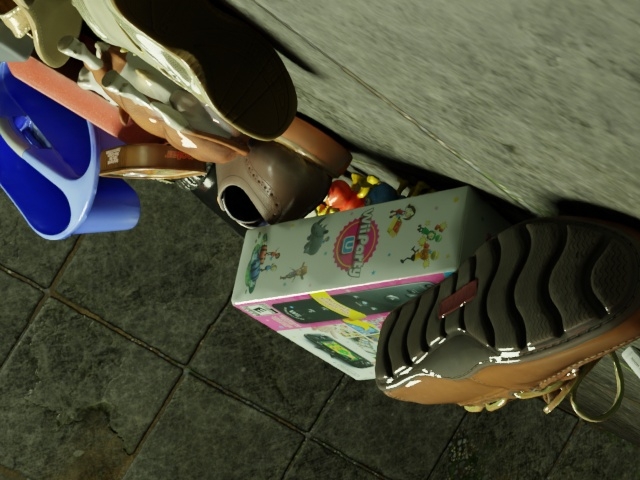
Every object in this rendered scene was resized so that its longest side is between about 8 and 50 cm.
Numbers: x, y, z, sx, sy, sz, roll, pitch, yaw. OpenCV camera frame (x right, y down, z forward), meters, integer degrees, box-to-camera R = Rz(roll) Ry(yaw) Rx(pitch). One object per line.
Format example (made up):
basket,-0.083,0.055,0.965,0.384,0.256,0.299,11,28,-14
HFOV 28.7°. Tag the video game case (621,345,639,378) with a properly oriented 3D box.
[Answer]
video game case,0.478,0.233,1.598,0.190,0.022,0.173,39,-167,-37

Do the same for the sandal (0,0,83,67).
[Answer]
sandal,-0.331,-0.277,1.399,0.079,0.088,0.240,28,168,6

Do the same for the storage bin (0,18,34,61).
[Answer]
storage bin,-0.368,-0.270,1.497,0.091,0.135,0.098,15,166,42

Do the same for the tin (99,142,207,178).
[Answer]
tin,-0.208,-0.097,1.551,0.106,0.040,0.189,6,177,-28

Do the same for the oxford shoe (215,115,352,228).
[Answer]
oxford shoe,-0.095,-0.095,1.518,0.130,0.133,0.363,32,177,-23

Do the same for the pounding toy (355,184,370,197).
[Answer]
pounding toy,0.069,0.019,1.646,0.130,0.141,0.100,30,176,20

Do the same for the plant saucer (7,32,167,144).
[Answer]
plant saucer,-0.283,-0.200,1.704,0.258,0.048,0.259,31,-164,7

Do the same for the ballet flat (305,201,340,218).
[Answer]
ballet flat,0.000,0.000,1.586,0.096,0.095,0.280,5,-139,-43

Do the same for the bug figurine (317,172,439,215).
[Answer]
bug figurine,0.106,-0.013,1.459,0.216,0.072,0.279,32,176,-13

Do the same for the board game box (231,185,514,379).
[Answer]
board game box,0.091,0.055,1.335,0.303,0.098,0.224,-12,146,40

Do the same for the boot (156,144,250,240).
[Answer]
boot,-0.187,-0.119,1.980,0.348,0.131,0.260,29,176,42

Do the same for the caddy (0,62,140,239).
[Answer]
caddy,-0.391,-0.150,1.876,0.179,0.241,0.341,0,-146,-42

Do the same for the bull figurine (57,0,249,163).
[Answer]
bull figurine,-0.201,-0.185,1.437,0.310,0.101,0.188,29,174,40

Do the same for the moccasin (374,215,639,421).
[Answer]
moccasin,0.183,0.082,1.082,0.147,0.139,0.380,17,152,-18

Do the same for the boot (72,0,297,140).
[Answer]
boot,-0.127,-0.177,1.128,0.213,0.077,0.165,39,172,-31
